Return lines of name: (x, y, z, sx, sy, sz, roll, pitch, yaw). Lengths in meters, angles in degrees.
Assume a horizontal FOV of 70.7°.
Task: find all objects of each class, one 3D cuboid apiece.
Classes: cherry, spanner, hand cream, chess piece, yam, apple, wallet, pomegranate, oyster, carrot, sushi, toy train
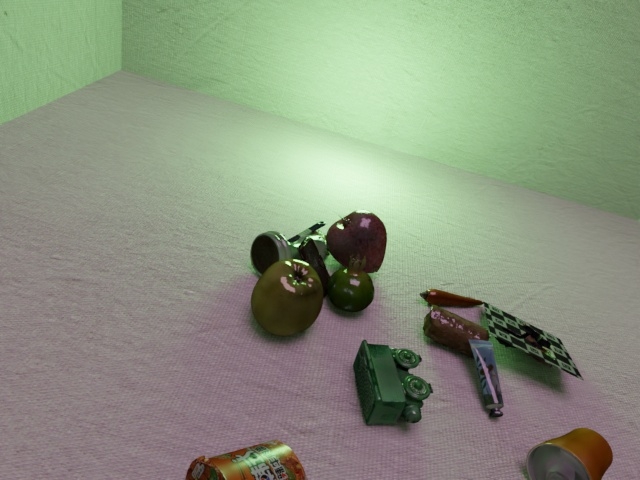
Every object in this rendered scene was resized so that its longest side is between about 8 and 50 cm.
cherry: (0.165, 0.006, 1.941, 0.307, 0.261, 0.221, 56, 4, -12)
spanner: (-0.097, -0.023, 2.019, 0.087, 0.024, 0.316, 20, 39, 41)
hand cream: (0.581, 0.471, 1.568, 0.091, 0.058, 0.271, 6, 52, -5)
chess piece: (-0.116, 0.048, 1.835, 0.299, 0.194, 0.195, -8, 40, -48)
yam: (0.507, 0.347, 1.717, 0.239, 0.127, 0.129, 24, 3, 2)
apple: (-0.111, 0.197, 1.560, 0.263, 0.262, 0.262, 12, 33, -8)
wallet: (-0.017, 0.102, 1.777, 0.031, 0.232, 0.122, -16, 18, 30)
pomegranate: (0.122, 0.160, 1.723, 0.187, 0.224, 0.187, 7, 21, -3)
oyster: (-0.008, -0.005, 2.045, 0.133, 0.071, 0.209, 20, 31, -2)
carrot: (0.569, 0.257, 1.945, 0.337, 0.069, 0.069, 12, 33, -20)
sushi: (0.808, 0.406, 1.791, 0.360, 0.064, 0.343, 27, 19, 7)
toy train: (0.225, 0.447, 1.422, 0.202, 0.145, 0.265, 6, 34, -12)

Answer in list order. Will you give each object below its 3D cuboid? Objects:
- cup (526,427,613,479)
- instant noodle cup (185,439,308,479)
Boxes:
cup: (0.754, 0.680, 1.330, 0.264, 0.182, 0.225, -4, 71, -39)
instant noodle cup: (-0.156, 0.571, 0.994, 0.192, 0.250, 0.250, -4, 38, -44)
